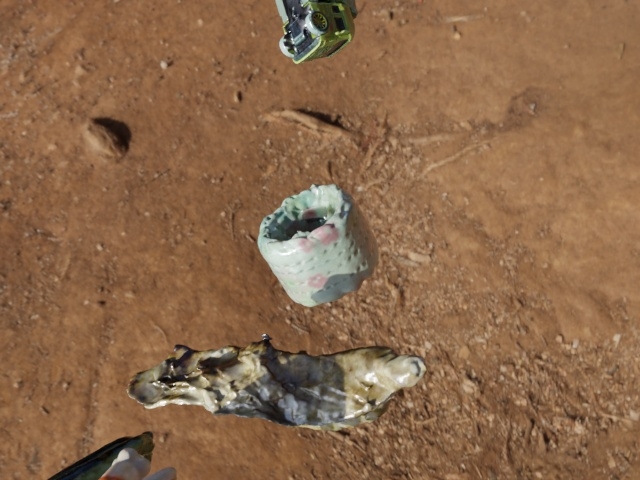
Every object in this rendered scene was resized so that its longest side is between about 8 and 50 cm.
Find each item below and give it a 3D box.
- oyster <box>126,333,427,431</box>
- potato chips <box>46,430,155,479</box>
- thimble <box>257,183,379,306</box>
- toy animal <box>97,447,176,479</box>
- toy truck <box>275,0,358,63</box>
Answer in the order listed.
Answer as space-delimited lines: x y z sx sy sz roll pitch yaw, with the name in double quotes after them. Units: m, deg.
-0.041 0.187 0.772 0.396 0.204 0.111 -4 66 22 "oyster"
-0.391 0.434 0.844 0.070 0.358 0.429 37 43 16 "potato chips"
0.000 0.000 1.078 0.185 0.149 0.211 -15 32 24 "thimble"
-0.226 0.295 0.536 0.140 0.282 0.138 -11 88 29 "toy animal"
-0.011 -0.359 0.879 0.116 0.191 0.085 -15 -4 -35 "toy truck"
